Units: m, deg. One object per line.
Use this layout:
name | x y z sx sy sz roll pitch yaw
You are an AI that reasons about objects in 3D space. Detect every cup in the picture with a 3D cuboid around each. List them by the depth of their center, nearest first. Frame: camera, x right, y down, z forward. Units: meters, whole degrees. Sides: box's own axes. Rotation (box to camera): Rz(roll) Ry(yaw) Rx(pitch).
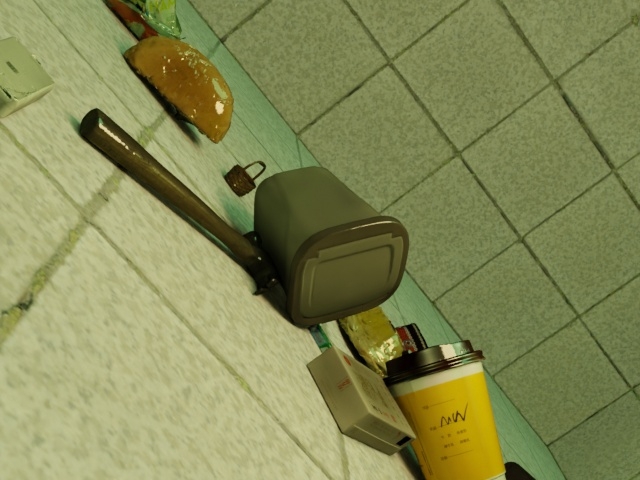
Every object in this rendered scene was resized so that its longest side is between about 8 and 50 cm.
cup | 0.232 0.323 1.452 0.196 0.196 0.280 25 46 -72

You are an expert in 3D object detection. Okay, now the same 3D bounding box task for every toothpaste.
toothpaste | 0.006 0.185 1.449 0.083 0.020 0.017 58 12 29

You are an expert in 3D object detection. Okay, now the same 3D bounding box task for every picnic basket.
picnic basket | -0.152 -0.139 1.694 0.072 0.083 0.072 51 10 -13

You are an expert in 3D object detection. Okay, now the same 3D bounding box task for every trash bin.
trash bin | 0.000 0.000 1.454 0.250 0.220 0.219 51 -36 46

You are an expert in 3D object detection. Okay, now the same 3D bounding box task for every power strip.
power strip | -0.370 -0.195 0.953 0.081 0.035 0.192 51 9 -17

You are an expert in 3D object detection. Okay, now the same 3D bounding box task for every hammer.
hammer | -0.202 -0.054 1.246 0.440 0.044 0.168 44 11 -43

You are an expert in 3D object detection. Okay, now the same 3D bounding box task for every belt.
belt | 0.231 0.311 1.809 0.359 0.094 0.126 -117 -176 -54

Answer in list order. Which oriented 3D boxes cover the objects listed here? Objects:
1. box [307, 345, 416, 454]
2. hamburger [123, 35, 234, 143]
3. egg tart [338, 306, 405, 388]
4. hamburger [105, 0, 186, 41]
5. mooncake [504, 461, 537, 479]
box | 0.071 0.268 1.336 0.201 0.058 0.141 42 14 -55
hamburger | -0.272 -0.319 1.648 0.262 0.131 0.124 47 9 -6
egg tart | 0.128 0.221 1.730 0.232 0.098 0.252 56 5 0
hamburger | -0.405 -0.573 1.887 0.276 0.150 0.260 51 7 -9
mooncake | 0.472 0.622 1.755 0.283 0.141 0.283 46 2 -2
